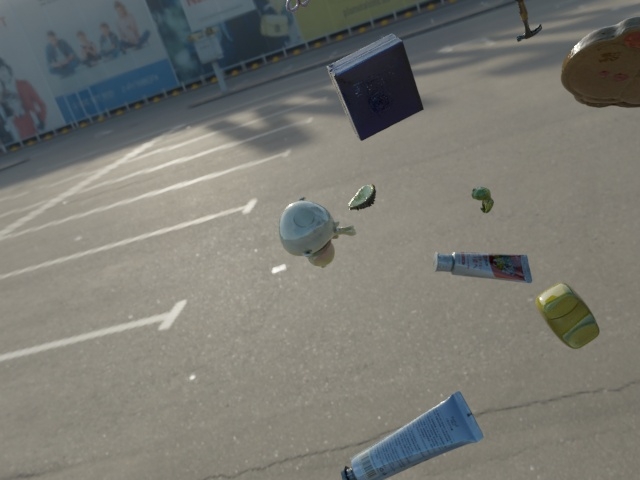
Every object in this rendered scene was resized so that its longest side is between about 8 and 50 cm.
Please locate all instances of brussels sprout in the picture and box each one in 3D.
[{"bbox_3d":[0.464,-0.118,1.705,0.051,0.083,0.046,-29,35,23],"label":"brussels sprout"}]

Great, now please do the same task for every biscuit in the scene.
[{"bbox_3d":[0.820,-0.434,1.521,0.381,0.074,0.359,13,-15,3],"label":"biscuit"}]

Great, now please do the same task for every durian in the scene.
[{"bbox_3d":[0.140,-0.136,1.904,0.130,0.066,0.052,-50,-11,-27],"label":"durian"}]

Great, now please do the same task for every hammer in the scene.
[{"bbox_3d":[0.605,-0.659,1.768,0.078,0.021,0.201,-17,-24,20],"label":"hammer"}]

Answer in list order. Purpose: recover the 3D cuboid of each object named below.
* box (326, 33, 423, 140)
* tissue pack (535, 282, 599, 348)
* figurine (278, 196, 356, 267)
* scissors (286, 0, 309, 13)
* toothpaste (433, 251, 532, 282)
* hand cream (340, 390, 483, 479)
[{"bbox_3d":[0.198,-0.539,2.128,0.261,0.279,0.116,-26,36,2],"label":"box"},{"bbox_3d":[0.703,0.210,1.720,0.123,0.178,0.127,-36,9,14],"label":"tissue pack"},{"bbox_3d":[0.000,0.000,2.208,0.275,0.226,0.394,-4,-24,8],"label":"figurine"},{"bbox_3d":[-0.090,-0.952,2.242,0.110,0.212,0.021,-30,60,-13],"label":"scissors"},{"bbox_3d":[0.399,0.062,1.481,0.234,0.057,0.089,5,50,-1],"label":"toothpaste"},{"bbox_3d":[0.158,0.376,1.088,0.271,0.058,0.091,-34,56,15],"label":"hand cream"}]
